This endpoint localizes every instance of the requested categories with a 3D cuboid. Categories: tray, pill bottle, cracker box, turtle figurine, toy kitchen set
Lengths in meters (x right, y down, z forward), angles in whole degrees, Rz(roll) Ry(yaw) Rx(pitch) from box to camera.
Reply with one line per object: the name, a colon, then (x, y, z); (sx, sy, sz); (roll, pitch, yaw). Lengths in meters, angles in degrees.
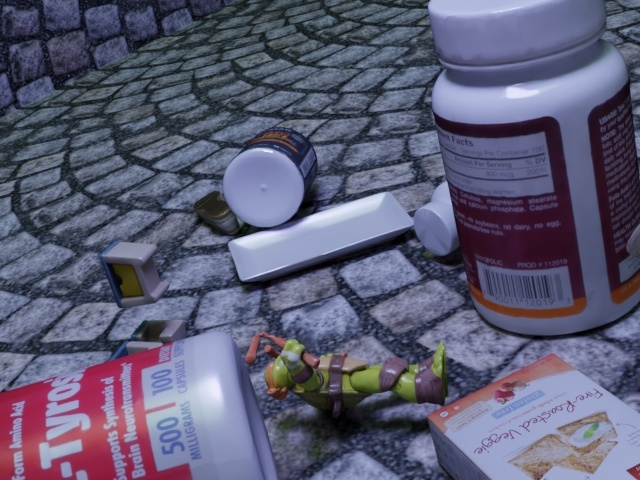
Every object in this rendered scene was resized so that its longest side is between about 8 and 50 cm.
tray: (0.000, 0.000, 1.504); (0.270, 0.030, 0.145); (-18, 25, -5)
pill bottle: (0.253, -0.107, 1.160); (0.224, 0.392, 0.224); (-12, 26, 6)
cracker box: (0.224, 0.207, 0.919); (0.156, 0.067, 0.232); (-24, 27, -16)
pill bottle: (-0.075, -0.114, 1.640); (0.130, 0.130, 0.245); (-11, 15, 10)
pill bottle: (-0.248, 0.245, 0.916); (0.408, 0.229, 0.229); (-16, 26, -2)
turtle figurine: (0.027, 0.149, 1.078); (0.217, 0.087, 0.269); (-1, -12, 10)
pill bottle: (0.222, -0.052, 1.400); (0.184, 0.103, 0.103); (-30, 29, -29)
toy kitchen set: (-0.282, 0.121, 1.254); (0.122, 0.166, 0.207); (-3, 28, 23)

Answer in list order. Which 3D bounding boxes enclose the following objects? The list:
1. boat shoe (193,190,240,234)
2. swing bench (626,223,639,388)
boat shoe: (-0.174, -0.046, 1.688); (0.056, 0.048, 0.153); (-36, 23, -13)
swing bench: (0.441, 0.006, 0.987); (0.253, 0.254, 0.165); (-32, 30, -31)
